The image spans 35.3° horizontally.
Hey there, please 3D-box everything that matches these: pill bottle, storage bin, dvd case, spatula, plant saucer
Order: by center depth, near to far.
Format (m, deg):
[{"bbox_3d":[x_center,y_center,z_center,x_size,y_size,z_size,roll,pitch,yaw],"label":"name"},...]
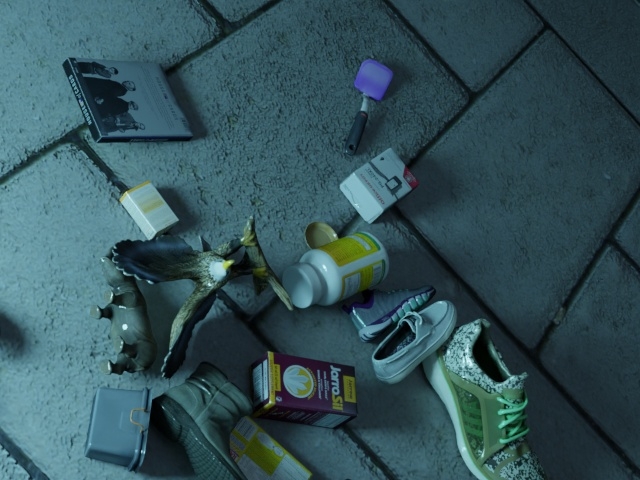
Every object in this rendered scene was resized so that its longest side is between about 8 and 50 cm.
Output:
[{"bbox_3d":[-0.332,0.303,1.654,0.091,0.098,0.135,12,57,-16],"label":"storage bin"},{"bbox_3d":[-0.373,-0.273,1.973,0.239,0.030,0.179,-7,67,-51],"label":"dvd case"},{"bbox_3d":[0.029,0.063,2.016,0.208,0.117,0.117,-22,77,-40],"label":"pill bottle"},{"bbox_3d":[0.000,0.000,2.101,0.083,0.015,0.083,17,55,-26],"label":"plant saucer"},{"bbox_3d":[0.101,-0.308,2.342,0.084,0.030,0.296,30,51,-15],"label":"spatula"}]

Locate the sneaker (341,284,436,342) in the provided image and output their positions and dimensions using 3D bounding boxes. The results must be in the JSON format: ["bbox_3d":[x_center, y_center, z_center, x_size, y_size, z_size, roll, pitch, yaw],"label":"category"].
[{"bbox_3d":[0.147,0.122,2.085,0.224,0.083,0.098,-28,76,-40],"label":"sneaker"}]

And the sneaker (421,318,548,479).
[{"bbox_3d":[0.357,0.337,2.028,0.158,0.182,0.410,-21,77,-40],"label":"sneaker"}]

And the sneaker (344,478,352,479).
[{"bbox_3d":[0.027,0.470,1.810,0.152,0.058,0.084,18,61,-29],"label":"sneaker"}]

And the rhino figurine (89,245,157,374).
[{"bbox_3d":[-0.344,0.120,1.758,0.106,0.073,0.243,19,50,-53],"label":"rhino figurine"}]

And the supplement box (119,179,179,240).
[{"bbox_3d":[-0.324,-0.057,1.904,0.062,0.036,0.098,-32,84,-42],"label":"supplement box"}]

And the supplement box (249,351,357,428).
[{"bbox_3d":[-0.031,0.280,1.870,0.188,0.081,0.104,13,57,-28],"label":"supplement box"}]

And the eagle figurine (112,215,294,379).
[{"bbox_3d":[-0.220,0.074,1.781,0.298,0.225,0.226,-29,59,-29],"label":"eagle figurine"}]

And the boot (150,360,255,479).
[{"bbox_3d":[-0.164,0.322,1.723,0.246,0.083,0.161,46,45,13],"label":"boot"}]

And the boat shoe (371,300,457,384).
[{"bbox_3d":[0.190,0.189,2.025,0.227,0.079,0.081,-43,131,-22],"label":"boat shoe"}]

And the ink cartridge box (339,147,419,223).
[{"bbox_3d":[0.131,-0.123,2.229,0.109,0.063,0.150,51,48,2],"label":"ink cartridge box"}]

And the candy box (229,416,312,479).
[{"bbox_3d":[-0.117,0.389,1.784,0.206,0.027,0.105,43,51,-4],"label":"candy box"}]
